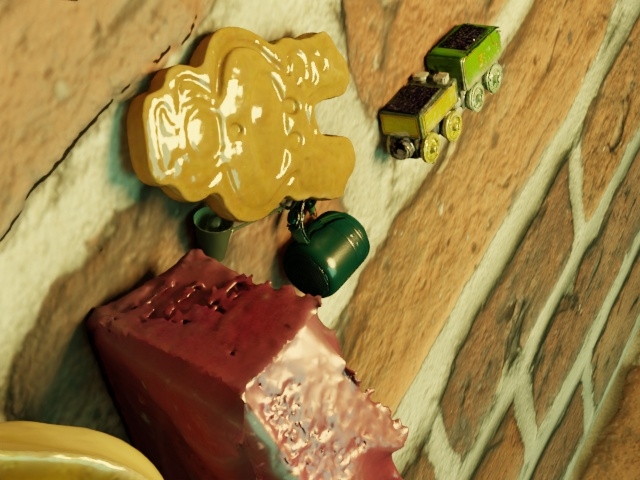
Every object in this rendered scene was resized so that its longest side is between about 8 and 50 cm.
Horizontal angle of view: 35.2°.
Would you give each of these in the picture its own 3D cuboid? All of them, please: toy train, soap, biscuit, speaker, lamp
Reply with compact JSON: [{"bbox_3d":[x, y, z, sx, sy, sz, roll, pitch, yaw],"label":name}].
[{"bbox_3d":[0.129,-0.155,1.046,0.202,0.060,0.081,-47,136,-38],"label":"toy train"},{"bbox_3d":[-0.041,0.174,0.779,0.127,0.220,0.324,-43,142,-28],"label":"soap"},{"bbox_3d":[-0.049,-0.088,0.764,0.236,0.040,0.144,-17,100,-53],"label":"biscuit"},{"bbox_3d":[-0.004,-0.001,0.915,0.094,0.060,0.075,54,50,-14],"label":"speaker"},{"bbox_3d":[-0.060,-0.019,0.820,0.121,0.041,0.054,-41,151,-42],"label":"lamp"}]

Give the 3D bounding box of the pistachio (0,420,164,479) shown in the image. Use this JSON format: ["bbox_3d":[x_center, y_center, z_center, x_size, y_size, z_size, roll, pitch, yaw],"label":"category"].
[{"bbox_3d":[-0.181,0.210,0.546,0.238,0.229,0.321,-42,146,15],"label":"pistachio"}]
